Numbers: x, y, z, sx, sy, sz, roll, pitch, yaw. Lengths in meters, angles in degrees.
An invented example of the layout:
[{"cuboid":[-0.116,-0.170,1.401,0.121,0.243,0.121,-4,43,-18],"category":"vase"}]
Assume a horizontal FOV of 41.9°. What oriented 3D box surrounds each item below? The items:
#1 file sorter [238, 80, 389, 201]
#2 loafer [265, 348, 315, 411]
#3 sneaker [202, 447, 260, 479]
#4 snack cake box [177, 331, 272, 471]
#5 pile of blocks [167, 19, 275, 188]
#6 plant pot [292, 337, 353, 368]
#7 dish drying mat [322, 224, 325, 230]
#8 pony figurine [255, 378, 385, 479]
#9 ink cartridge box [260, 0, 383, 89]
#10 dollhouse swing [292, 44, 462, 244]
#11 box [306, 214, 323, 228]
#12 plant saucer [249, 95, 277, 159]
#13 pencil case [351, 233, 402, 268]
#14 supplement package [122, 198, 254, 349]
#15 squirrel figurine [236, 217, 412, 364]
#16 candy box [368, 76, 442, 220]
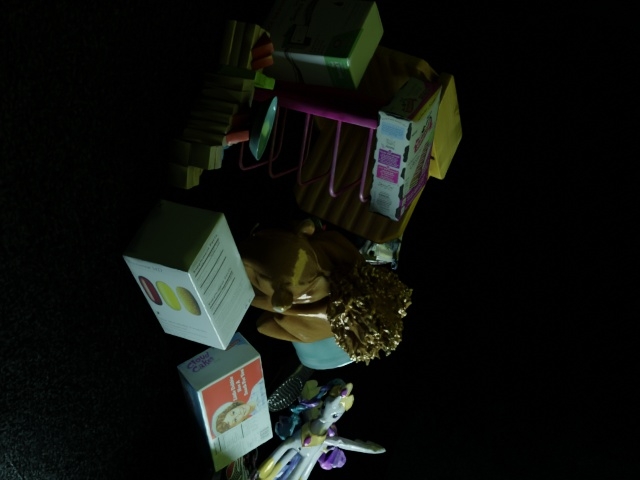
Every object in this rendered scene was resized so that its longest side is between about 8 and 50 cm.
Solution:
[{"cuboid":[0.004,-0.207,1.708,0.202,0.290,0.182,-33,136,-61],"category":"file sorter"},{"cuboid":[-0.077,0.343,2.139,0.220,0.078,0.080,-47,132,-22],"category":"loafer"},{"cuboid":[-0.188,0.503,1.908,0.121,0.112,0.299,20,84,-68],"category":"sneaker"},{"cuboid":[-0.196,0.340,1.742,0.152,0.089,0.264,-26,133,-26],"category":"snack cake box"},{"cuboid":[-0.153,-0.238,1.531,0.149,0.112,0.362,58,50,-62],"category":"pile of blocks"},{"cuboid":[0.029,0.144,2.055,0.196,0.293,0.293,61,41,-24],"category":"plant pot"},{"cuboid":[0.000,0.000,2.214,0.032,0.008,0.083,-21,121,-66],"category":"dish drying mat"},{"cuboid":[-0.011,0.521,2.179,0.363,0.302,0.351,-52,165,-3],"category":"pony figurine"},{"cuboid":[-0.008,-0.396,1.655,0.160,0.219,0.093,-66,154,-26],"category":"ink cartridge box"},{"cuboid":[0.083,-0.218,1.844,0.305,0.346,0.315,-57,154,-16],"category":"dollhouse swing"},{"cuboid":[-0.021,-0.029,2.127,0.083,0.018,0.067,69,39,-56],"category":"box"},{"cuboid":[-0.105,-0.205,1.501,0.119,0.021,0.119,17,90,-88],"category":"plant saucer"},{"cuboid":[0.190,-0.131,2.391,0.183,0.159,0.411,-147,-110,-79],"category":"pencil case"},{"cuboid":[-0.229,0.063,1.491,0.244,0.139,0.134,75,35,-50],"category":"supplement package"},{"cuboid":[0.007,0.085,1.746,0.281,0.396,0.370,-66,164,-11],"category":"squirrel figurine"},{"cuboid":[0.165,-0.178,1.631,0.159,0.071,0.233,-50,152,-44],"category":"candy box"}]
